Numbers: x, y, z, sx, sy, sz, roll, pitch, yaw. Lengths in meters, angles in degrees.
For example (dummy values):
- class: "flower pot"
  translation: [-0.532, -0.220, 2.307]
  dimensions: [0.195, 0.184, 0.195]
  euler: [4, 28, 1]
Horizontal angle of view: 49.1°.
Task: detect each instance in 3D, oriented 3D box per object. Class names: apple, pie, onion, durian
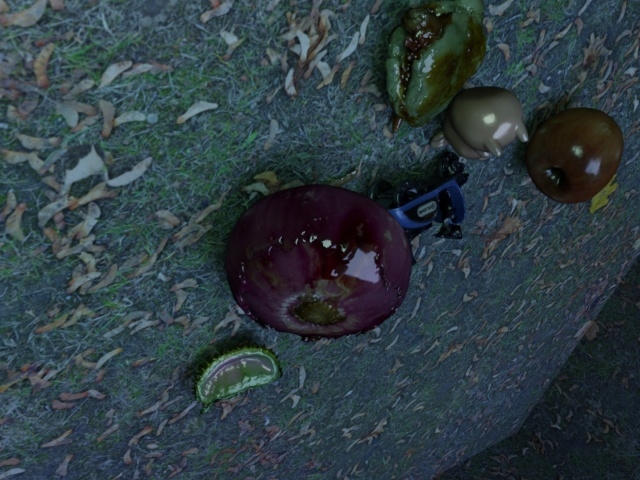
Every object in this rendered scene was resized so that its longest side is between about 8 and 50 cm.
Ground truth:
- class: "apple"
  translation: [0.675, -0.227, 1.848]
  dimensions: [0.254, 0.253, 0.253]
  euler: [-27, 142, -24]
- class: "pie"
  translation: [0.228, -0.344, 1.359]
  dimensions: [0.274, 0.105, 0.257]
  euler: [-29, 138, -36]
- class: "onion"
  translation: [-0.013, 0.032, 1.376]
  dimensions: [0.358, 0.345, 0.358]
  euler: [-13, 132, -15]
- class: "durian"
  translation: [-0.205, 0.302, 1.615]
  dimensions: [0.221, 0.095, 0.137]
  euler: [-22, 105, -26]

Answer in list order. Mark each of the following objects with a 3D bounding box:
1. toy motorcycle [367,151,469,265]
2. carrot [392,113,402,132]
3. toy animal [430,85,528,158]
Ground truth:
- class: "toy motorcycle"
  translation: [0.236, -0.065, 1.615]
  dimensions: [0.359, 0.125, 0.212]
  euler: [-28, 112, -37]
- class: "carrot"
  translation: [0.184, -0.286, 1.448]
  dimensions: [0.035, 0.035, 0.142]
  euler: [7, 124, -49]
- class: "toy animal"
  translation: [0.339, -0.252, 1.498]
  dimensions: [0.167, 0.154, 0.250]
  euler: [-25, -175, -4]
